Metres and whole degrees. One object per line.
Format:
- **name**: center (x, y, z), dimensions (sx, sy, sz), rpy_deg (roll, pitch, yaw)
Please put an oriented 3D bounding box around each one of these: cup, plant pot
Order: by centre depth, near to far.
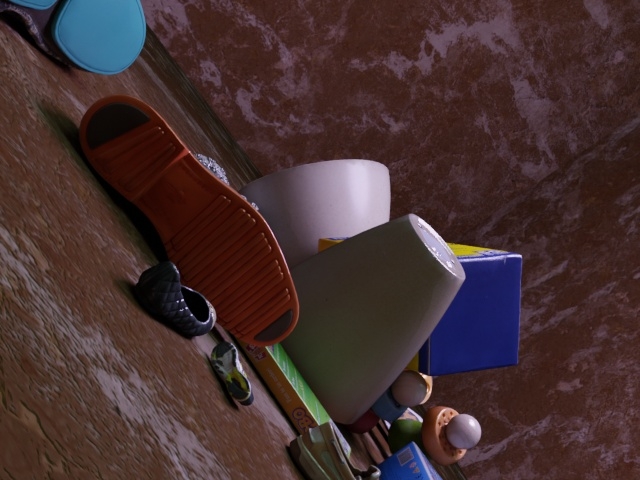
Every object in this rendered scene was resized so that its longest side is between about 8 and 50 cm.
- **plant pot**: center (0.075, 0.093, 1.484), dimensions (0.256, 0.274, 0.256), rpy_deg (44, 16, -16)
- **cup**: center (0.000, 0.000, 2.020), dimensions (0.331, 0.331, 0.237), rpy_deg (45, 34, -75)

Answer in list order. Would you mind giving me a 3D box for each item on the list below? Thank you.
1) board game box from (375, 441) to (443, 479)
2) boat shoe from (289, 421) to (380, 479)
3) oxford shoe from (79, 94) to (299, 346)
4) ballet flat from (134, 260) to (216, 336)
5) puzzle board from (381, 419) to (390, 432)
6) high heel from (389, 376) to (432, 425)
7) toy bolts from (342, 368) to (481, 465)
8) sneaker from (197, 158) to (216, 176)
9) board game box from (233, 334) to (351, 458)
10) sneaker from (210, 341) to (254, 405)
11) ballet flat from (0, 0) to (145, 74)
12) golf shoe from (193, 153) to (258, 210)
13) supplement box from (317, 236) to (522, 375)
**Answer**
- **board game box**: center (0.223, 0.514, 1.538), dimensions (0.302, 0.086, 0.308), rpy_deg (55, 3, -17)
- **boat shoe**: center (0.043, 0.298, 1.169), dimensions (0.190, 0.072, 0.068), rpy_deg (55, 3, -17)
- **oxford shoe**: center (-0.152, -0.028, 1.220), dimensions (0.363, 0.130, 0.133), rpy_deg (55, -3, -8)
- **ballet flat**: center (-0.142, 0.065, 1.036), dimensions (0.057, 0.049, 0.173), rpy_deg (57, 3, 19)
- **puzzle board**: center (0.135, 0.378, 2.109), dimensions (0.128, 0.011, 0.096), rpy_deg (63, -4, 16)
- **high heel**: center (0.122, 0.369, 1.915), dimensions (0.093, 0.186, 0.261), rpy_deg (53, 38, -57)
- **toy bolts**: center (0.166, 0.265, 1.690), dimensions (0.228, 0.158, 0.218), rpy_deg (27, 54, -35)
- **sneaker**: center (-0.167, -0.036, 1.409), dimensions (0.227, 0.087, 0.130), rpy_deg (60, -4, -4)
- **board game box**: center (-0.045, 0.193, 1.324), dimensions (0.259, 0.039, 0.124), rpy_deg (58, 2, 4)
- **sneaker**: center (-0.097, 0.149, 1.076), dimensions (0.035, 0.031, 0.083), rpy_deg (73, -8, -50)
- **ballet flat**: center (-0.367, -0.347, 1.254), dimensions (0.182, 0.164, 0.483), rpy_deg (35, 2, 7)
- **golf shoe**: center (-0.204, -0.090, 1.883), dimensions (0.176, 0.069, 0.086), rpy_deg (49, -25, -19)
- **supplement box**: center (0.163, 0.102, 1.737), dimensions (0.356, 0.194, 0.195), rpy_deg (10, -79, 59)
